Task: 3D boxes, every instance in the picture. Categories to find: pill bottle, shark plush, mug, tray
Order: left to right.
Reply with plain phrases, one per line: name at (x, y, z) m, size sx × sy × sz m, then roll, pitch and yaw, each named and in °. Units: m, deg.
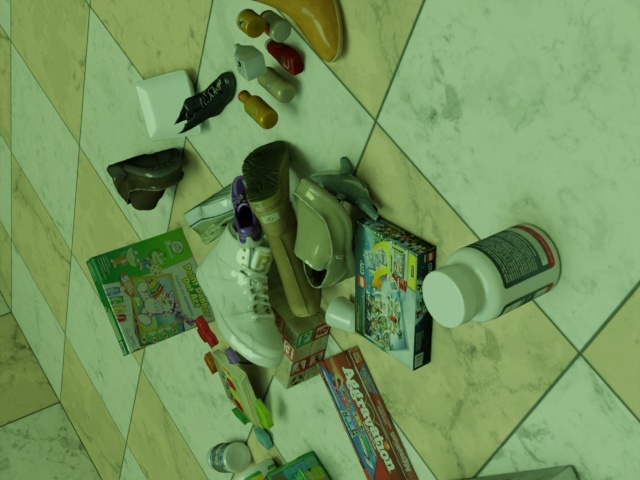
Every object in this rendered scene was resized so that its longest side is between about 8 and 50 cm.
tray at (-0.340, -0.306, 2.049) m, size 0.270 × 0.030 × 0.145 m, roll 4°, pitch 110°, yaw 56°
pill bottle at (-0.243, 0.567, 2.347) m, size 0.137 × 0.078 × 0.078 m, roll -24°, pitch 87°, yaw 58°
pill bottle at (-0.118, 0.644, 2.167) m, size 0.208 × 0.117 × 0.117 m, roll 59°, pitch 147°, yaw 15°
shark plush at (0.047, -0.072, 1.561) m, size 0.161 × 0.067 × 0.073 m, roll 50°, pitch 143°, yaw 28°
mug at (0.058, 0.145, 1.690) m, size 0.064 × 0.078 × 0.062 m, roll 24°, pitch 96°, yaw 40°
pill bottle at (0.233, 0.052, 1.244) m, size 0.108 × 0.180 × 0.108 m, roll 32°, pitch 132°, yaw 44°

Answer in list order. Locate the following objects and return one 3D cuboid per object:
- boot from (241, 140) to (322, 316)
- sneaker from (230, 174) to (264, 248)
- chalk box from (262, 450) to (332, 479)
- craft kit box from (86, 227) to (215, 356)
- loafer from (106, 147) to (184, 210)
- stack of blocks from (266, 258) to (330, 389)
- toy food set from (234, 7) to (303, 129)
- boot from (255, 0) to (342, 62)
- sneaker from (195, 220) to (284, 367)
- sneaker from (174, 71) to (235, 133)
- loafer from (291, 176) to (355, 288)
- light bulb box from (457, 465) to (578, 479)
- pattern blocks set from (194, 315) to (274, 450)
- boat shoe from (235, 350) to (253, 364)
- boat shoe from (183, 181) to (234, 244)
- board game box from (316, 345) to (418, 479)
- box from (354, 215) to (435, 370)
boot at (-0.070, -0.024, 1.724) m, size 0.236 × 0.089 × 0.270 m, roll -84°, pitch -22°, yaw -53°
sneaker at (-0.140, -0.066, 1.737) m, size 0.071 × 0.068 × 0.170 m, roll 80°, pitch 177°, yaw -52°
chalk box at (-0.049, 0.570, 2.010) m, size 0.132 × 0.132 × 0.213 m, roll 56°, pitch 145°, yaw 22°
craft kit box at (-0.406, 0.122, 2.186) m, size 0.061 × 0.246 × 0.250 m, roll -30°, pitch 82°, yaw 55°
loafer at (-0.406, -0.141, 2.166) m, size 0.366 × 0.133 × 0.130 m, roll 9°, pitch 119°, yaw 65°
stack of blocks at (-0.109, 0.146, 1.900) m, size 0.297 × 0.087 × 0.171 m, roll 46°, pitch 141°, yaw 33°
toy food set at (-0.107, -0.325, 1.600) m, size 0.104 × 0.111 × 0.232 m, roll 45°, pitch 158°, yaw 39°
boot at (-0.099, -0.408, 1.457) m, size 0.104 × 0.211 × 0.295 m, roll -22°, pitch 89°, yaw 59°
sneaker at (-0.135, 0.093, 1.754) m, size 0.292 × 0.108 × 0.169 m, roll 53°, pitch 124°, yaw 31°
sneaker at (-0.240, -0.283, 1.854) m, size 0.051 × 0.089 × 0.170 m, roll 62°, pitch 148°, yaw 12°
loafer at (0.000, 0.000, 1.574) m, size 0.102 × 0.092 × 0.268 m, roll 37°, pitch 159°, yaw 36°
light bulb box at (0.289, 0.581, 1.416) m, size 0.358 × 0.225 × 0.361 m, roll -32°, pitch 81°, yaw 57°
pattern blocks set at (-0.197, 0.348, 2.145) m, size 0.285 × 0.026 × 0.325 m, roll 41°, pitch 152°, yaw 36°
boat shoe at (-0.164, 0.223, 2.063) m, size 0.178 × 0.064 × 0.060 m, roll 99°, pitch 171°, yaw -50°
boat shoe at (-0.207, -0.057, 1.941) m, size 0.094 × 0.109 × 0.302 m, roll 55°, pitch 157°, yaw -9°
board game box at (0.088, 0.355, 1.779) m, size 0.145 × 0.027 × 0.281 m, roll -35°, pitch 78°, yaw 56°
box at (0.125, 0.089, 1.555) m, size 0.159 × 0.044 × 0.233 m, roll 32°, pitch 133°, yaw 45°
